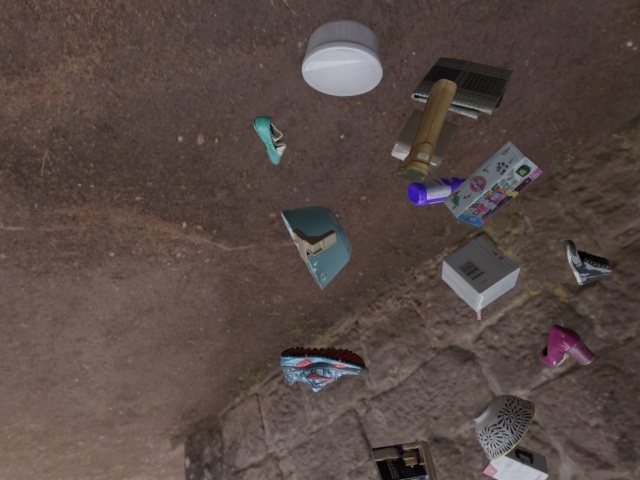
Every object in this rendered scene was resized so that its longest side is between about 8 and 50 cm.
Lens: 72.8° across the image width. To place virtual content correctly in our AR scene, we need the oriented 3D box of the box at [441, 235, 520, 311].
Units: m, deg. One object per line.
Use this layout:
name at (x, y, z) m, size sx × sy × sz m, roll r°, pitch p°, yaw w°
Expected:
box at (0.549, 0.113, 1.503) m, size 0.181 × 0.181 × 0.119 m, roll -30°, pitch 142°, yaw -12°

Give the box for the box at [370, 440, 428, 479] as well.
box at (0.246, 0.675, 1.315) m, size 0.162 × 0.116 × 0.029 m, roll -5°, pitch 118°, yaw -11°

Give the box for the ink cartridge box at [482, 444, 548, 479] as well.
ink cartridge box at (0.668, 0.775, 1.499) m, size 0.175 × 0.072 × 0.127 m, roll 21°, pitch 122°, yaw 8°

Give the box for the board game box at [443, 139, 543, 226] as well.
board game box at (0.632, -0.197, 1.588) m, size 0.224 × 0.098 × 0.303 m, roll 10°, pitch 132°, yaw -48°

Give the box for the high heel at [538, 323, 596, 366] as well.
high heel at (0.972, 0.423, 1.812) m, size 0.127 × 0.181 × 0.377 m, roll -42°, pitch 168°, yaw -13°

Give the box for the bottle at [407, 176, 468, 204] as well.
bottle at (0.527, -0.221, 1.887) m, size 0.282 × 0.118 × 0.092 m, roll -10°, pitch 118°, yaw -15°

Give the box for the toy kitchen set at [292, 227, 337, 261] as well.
toy kitchen set at (-0.014, 0.005, 1.066) m, size 0.075 × 0.083 × 0.068 m, roll -30°, pitch 133°, yaw -27°

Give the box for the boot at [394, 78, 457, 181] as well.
boot at (0.325, -0.323, 1.335) m, size 0.089 × 0.270 × 0.236 m, roll 18°, pitch 179°, yaw -5°

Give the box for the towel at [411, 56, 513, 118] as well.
towel at (0.568, -0.610, 1.722) m, size 0.312 × 0.324 × 0.056 m, roll -54°, pitch 154°, yaw -31°

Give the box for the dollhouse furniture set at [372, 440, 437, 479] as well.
dollhouse furniture set at (0.240, 0.641, 1.210) m, size 0.151 × 0.123 × 0.144 m, roll -19°, pitch 149°, yaw 15°

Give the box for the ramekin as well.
ramekin at (0.075, -0.604, 1.435) m, size 0.272 × 0.127 × 0.273 m, roll 4°, pitch 169°, yaw 1°

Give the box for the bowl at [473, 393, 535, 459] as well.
bowl at (0.422, 0.425, 1.038) m, size 0.170 × 0.080 × 0.170 m, roll -46°, pitch 166°, yaw -15°

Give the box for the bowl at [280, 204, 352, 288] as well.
bowl at (0.000, 0.000, 1.534) m, size 0.163 × 0.312 × 0.312 m, roll -27°, pitch 144°, yaw -6°

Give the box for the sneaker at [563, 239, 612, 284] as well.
sneaker at (0.954, 0.063, 1.552) m, size 0.118 × 0.083 × 0.222 m, roll -21°, pitch 127°, yaw 31°

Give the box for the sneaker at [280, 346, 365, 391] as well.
sneaker at (0.008, 0.397, 1.325) m, size 0.261 × 0.125 × 0.104 m, roll 1°, pitch -173°, yaw 13°

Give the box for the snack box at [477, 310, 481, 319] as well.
snack box at (0.778, 0.294, 2.141) m, size 0.022 × 0.064 × 0.178 m, roll -5°, pitch 104°, yaw 22°

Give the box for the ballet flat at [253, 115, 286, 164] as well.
ballet flat at (-0.188, -0.403, 1.762) m, size 0.087 × 0.083 × 0.247 m, roll -7°, pitch 145°, yaw 15°

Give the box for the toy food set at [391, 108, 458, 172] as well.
toy food set at (0.482, -0.461, 1.994) m, size 0.219 × 0.306 × 0.092 m, roll 25°, pitch 149°, yaw 10°
